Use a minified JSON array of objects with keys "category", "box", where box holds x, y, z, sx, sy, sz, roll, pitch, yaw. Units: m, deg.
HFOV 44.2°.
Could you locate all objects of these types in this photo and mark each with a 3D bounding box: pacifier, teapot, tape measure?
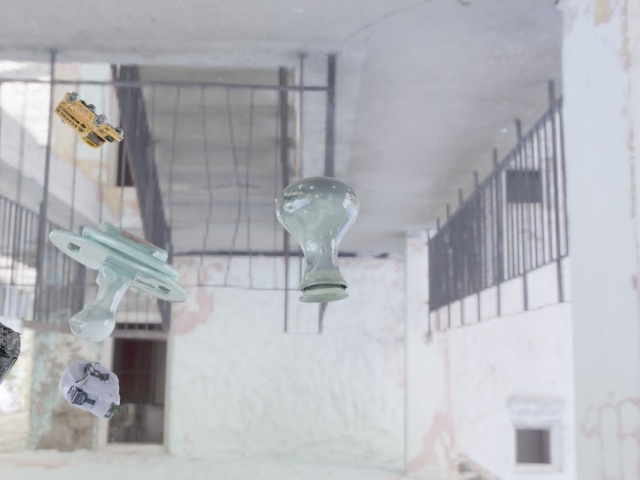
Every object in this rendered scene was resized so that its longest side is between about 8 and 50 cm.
[{"category":"pacifier","box":[-0.474,0.104,1.783,0.343,0.269,0.288,24,160,-11]},{"category":"teapot","box":[0.000,0.000,1.647,0.184,0.250,0.183,-5,166,-1]},{"category":"tape measure","box":[-0.683,0.430,2.347,0.178,0.105,0.196,24,-165,-28]}]

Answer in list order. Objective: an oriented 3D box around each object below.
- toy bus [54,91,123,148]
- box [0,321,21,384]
[{"category":"toy bus","box":[-0.502,-0.255,1.704,0.162,0.074,0.069,39,178,29]},{"category":"box","box":[-0.788,0.351,1.728,0.091,0.350,0.359,35,171,-17]}]
